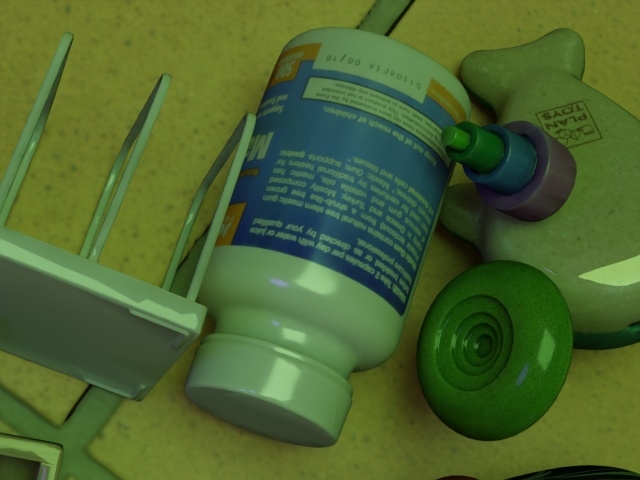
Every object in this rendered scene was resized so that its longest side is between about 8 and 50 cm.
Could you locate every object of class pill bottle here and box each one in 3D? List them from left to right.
[{"bbox_3d":[0.000,0.000,1.014,0.152,0.152,0.272,24,69,-10],"label":"pill bottle"}]

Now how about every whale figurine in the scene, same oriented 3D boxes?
[{"bbox_3d":[0.194,-0.037,1.110,0.216,0.141,0.272,-17,56,-3],"label":"whale figurine"}]

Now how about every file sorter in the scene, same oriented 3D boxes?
[{"bbox_3d":[-0.202,-0.038,0.944,0.277,0.193,0.173,23,67,-10],"label":"file sorter"}]

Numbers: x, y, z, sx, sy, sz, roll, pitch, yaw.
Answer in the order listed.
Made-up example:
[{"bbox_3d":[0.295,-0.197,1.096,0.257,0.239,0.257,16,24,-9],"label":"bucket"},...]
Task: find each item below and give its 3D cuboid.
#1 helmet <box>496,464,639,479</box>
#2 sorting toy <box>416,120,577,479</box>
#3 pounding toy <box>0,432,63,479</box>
[{"bbox_3d":[0.197,0.237,1.012,0.161,0.169,0.169,5,73,2],"label":"helmet"},{"bbox_3d":[0.077,0.085,0.950,0.126,0.127,0.365,20,80,-43],"label":"sorting toy"},{"bbox_3d":[-0.259,0.139,0.920,0.181,0.094,0.206,12,81,-9],"label":"pounding toy"}]
